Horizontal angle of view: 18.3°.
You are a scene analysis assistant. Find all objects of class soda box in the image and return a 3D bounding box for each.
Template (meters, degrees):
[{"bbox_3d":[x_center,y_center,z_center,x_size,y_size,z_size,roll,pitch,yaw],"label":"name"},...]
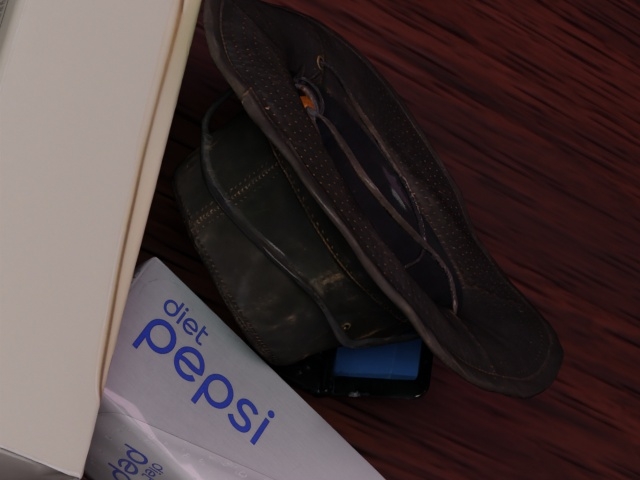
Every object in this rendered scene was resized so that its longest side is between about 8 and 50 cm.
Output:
[{"bbox_3d":[-0.045,0.149,1.202,0.286,0.091,0.098,45,53,-13],"label":"soda box"}]

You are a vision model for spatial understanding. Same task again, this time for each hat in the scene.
[{"bbox_3d":[0.000,0.000,1.199,0.331,0.134,0.331,47,16,-17],"label":"hat"}]

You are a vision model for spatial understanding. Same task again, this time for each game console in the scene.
[{"bbox_3d":[0.017,0.036,1.302,0.107,0.071,0.122,30,56,-36],"label":"game console"}]

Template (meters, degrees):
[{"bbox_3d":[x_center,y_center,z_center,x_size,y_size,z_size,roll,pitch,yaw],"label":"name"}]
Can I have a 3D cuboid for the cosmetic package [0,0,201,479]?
[{"bbox_3d":[-0.179,-0.017,1.114,0.113,0.160,0.309,25,65,-29],"label":"cosmetic package"}]
